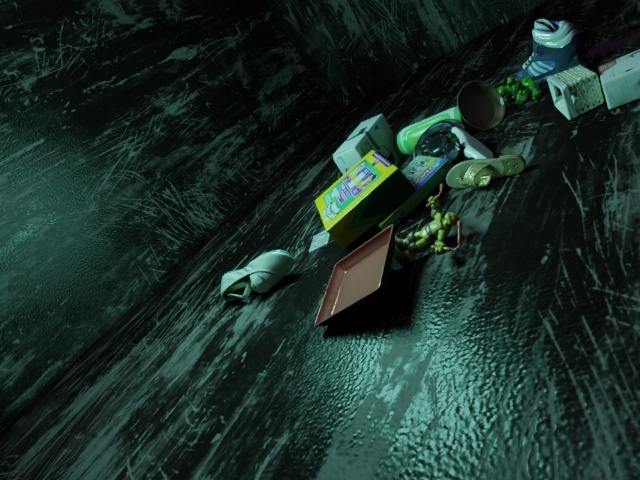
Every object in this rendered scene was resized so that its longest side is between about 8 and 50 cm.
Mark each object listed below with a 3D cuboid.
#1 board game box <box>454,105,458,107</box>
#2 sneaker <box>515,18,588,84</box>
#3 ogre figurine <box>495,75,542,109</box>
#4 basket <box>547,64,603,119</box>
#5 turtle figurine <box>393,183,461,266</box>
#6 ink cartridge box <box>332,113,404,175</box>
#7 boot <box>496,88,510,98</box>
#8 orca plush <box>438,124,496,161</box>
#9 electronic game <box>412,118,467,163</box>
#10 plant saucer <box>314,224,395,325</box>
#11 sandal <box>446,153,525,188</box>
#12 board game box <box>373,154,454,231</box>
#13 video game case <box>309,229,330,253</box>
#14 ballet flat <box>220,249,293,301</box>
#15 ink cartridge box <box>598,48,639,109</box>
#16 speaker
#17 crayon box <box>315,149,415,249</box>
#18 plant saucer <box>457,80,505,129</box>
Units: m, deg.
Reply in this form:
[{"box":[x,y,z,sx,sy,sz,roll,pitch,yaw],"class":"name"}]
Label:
[{"box":[0.644,-0.605,1.888,0.201,0.035,0.136,-36,2,2],"class":"board game box"},{"box":[0.855,-0.735,1.627,0.130,0.236,0.323,-38,22,-5],"class":"sneaker"},{"box":[0.755,-0.577,1.657,0.197,0.097,0.118,-32,34,54],"class":"ogre figurine"},{"box":[0.802,-0.471,1.332,0.103,0.113,0.167,-21,25,24],"class":"basket"},{"box":[0.303,-0.028,1.179,0.217,0.087,0.269,-35,34,31],"class":"turtle figurine"},{"box":[0.218,-0.374,1.847,0.129,0.223,0.307,-13,31,44],"class":"ink cartridge box"},{"box":[0.759,-0.622,1.788,0.085,0.059,0.158,-41,20,-26],"class":"boot"},{"box":[0.487,-0.298,1.446,0.287,0.151,0.102,58,139,43],"class":"orca plush"},{"box":[0.451,-0.361,1.612,0.229,0.048,0.229,-28,49,37],"class":"electronic game"},{"box":[0.108,0.106,1.170,0.259,0.048,0.258,-39,19,39],"class":"plant saucer"},{"box":[0.481,-0.196,1.269,0.240,0.088,0.079,-11,26,38],"class":"sandal"},{"box":[0.295,-0.170,1.494,0.317,0.046,0.213,-45,20,0],"class":"board game box"},{"box":[0.000,0.000,1.687,0.087,0.011,0.122,-27,23,22],"class":"video game case"},{"box":[-0.251,0.155,1.616,0.400,0.139,0.139,-23,24,40],"class":"ballet flat"},{"box":[0.924,-0.480,1.192,0.218,0.092,0.158,-16,29,38],"class":"ink cartridge box"},{"box":[0.469,-0.449,1.753,0.297,0.131,0.131,-14,30,44],"class":"speaker"},{"box":[0.143,-0.163,1.549,0.313,0.106,0.363,-42,20,10],"class":"crayon box"},{"box":[0.608,-0.512,1.618,0.198,0.198,0.036,-41,1,-14],"class":"plant saucer"}]
